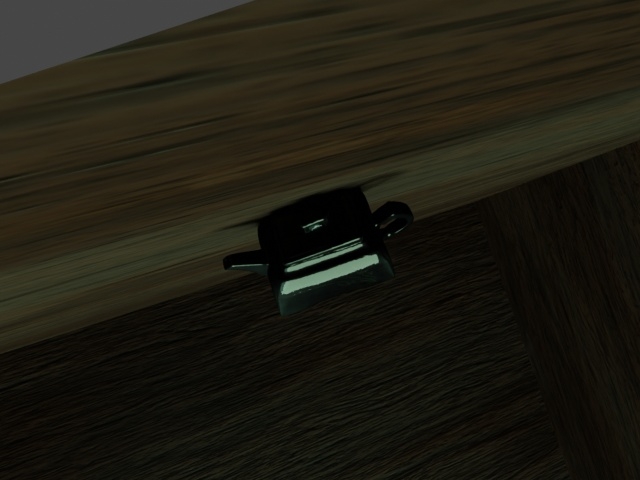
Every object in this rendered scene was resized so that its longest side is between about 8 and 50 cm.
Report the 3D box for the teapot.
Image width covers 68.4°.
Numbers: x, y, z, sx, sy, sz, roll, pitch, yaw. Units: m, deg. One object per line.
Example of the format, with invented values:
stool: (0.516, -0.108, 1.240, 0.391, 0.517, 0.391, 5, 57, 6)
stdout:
teapot: (0.000, 0.000, 0.431, 0.177, 0.087, 0.096, -18, 154, 0)
